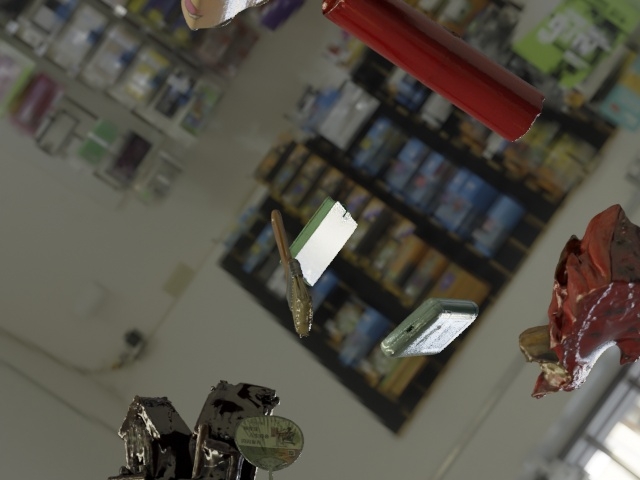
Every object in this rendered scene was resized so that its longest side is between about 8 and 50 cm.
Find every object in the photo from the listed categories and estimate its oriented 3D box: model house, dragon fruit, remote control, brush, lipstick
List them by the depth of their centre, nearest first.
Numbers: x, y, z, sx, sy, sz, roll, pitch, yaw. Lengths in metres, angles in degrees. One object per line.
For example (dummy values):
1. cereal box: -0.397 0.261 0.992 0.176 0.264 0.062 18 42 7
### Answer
1. remote control: 0.077 0.060 0.942 0.018 0.053 0.124 50 -167 14
2. dragon fruit: 0.239 0.060 1.189 0.122 0.192 0.092 -2 -130 -18
3. brush: -0.028 0.021 1.220 0.014 0.043 0.170 -2 -147 -11
4. lipstick: 0.131 -0.215 1.585 0.280 0.073 0.073 31 -176 -16
5. model house: -0.149 0.245 1.596 0.203 0.164 0.141 1 175 13

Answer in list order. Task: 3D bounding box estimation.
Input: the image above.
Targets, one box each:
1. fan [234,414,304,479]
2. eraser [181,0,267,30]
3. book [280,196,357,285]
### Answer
1. fan: -0.037 0.181 1.175 0.080 0.060 0.003 56 150 24
2. eraser: -0.102 -0.413 1.821 0.087 0.171 0.290 48 153 13
3. book: 0.000 0.000 1.640 0.017 0.103 0.135 36 178 16
